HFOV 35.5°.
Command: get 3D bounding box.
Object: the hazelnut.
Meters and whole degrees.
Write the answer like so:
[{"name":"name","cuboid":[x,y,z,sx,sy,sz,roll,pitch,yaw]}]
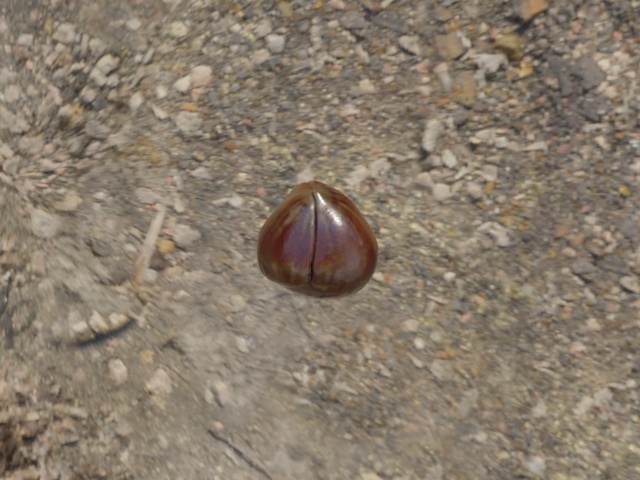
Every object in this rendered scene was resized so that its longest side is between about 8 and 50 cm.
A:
[{"name":"hazelnut","cuboid":[0.000,0.000,1.823,0.230,0.229,0.229,-1,94,-17]}]
